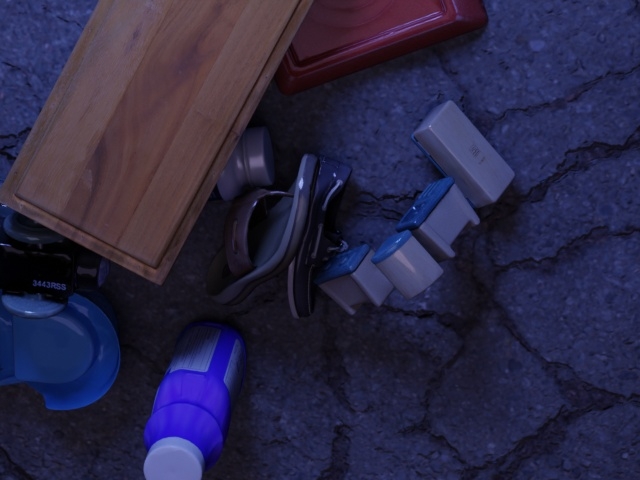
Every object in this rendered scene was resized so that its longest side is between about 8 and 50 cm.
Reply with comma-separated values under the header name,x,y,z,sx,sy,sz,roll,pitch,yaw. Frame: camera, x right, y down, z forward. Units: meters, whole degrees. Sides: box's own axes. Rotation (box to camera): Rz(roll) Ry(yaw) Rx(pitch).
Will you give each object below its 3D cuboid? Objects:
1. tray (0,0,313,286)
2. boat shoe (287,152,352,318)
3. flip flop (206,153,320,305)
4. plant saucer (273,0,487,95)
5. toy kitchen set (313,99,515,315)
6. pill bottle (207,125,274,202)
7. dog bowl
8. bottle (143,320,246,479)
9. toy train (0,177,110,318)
name,x,y,z,sx,sy,sz,roll,pitch,yaw
tray,-0.164,-0.179,1.684,0.202,0.076,0.411,28,96,-6
boat shoe,0.000,0.000,1.854,0.065,0.075,0.206,7,108,6
flip flop,-0.080,-0.011,1.792,0.080,0.112,0.277,25,147,-17
plant saucer,0.025,-0.311,1.739,0.258,0.048,0.259,-18,110,13
toy kitchen set,0.091,-0.035,1.812,0.122,0.207,0.166,48,148,-14
pill bottle,-0.142,-0.089,1.820,0.169,0.094,0.094,-6,111,9
dog bowl,-0.389,0.116,1.940,0.297,0.074,0.166,4,113,4
bottle,-0.150,0.200,1.837,0.092,0.283,0.118,8,114,2
toy train,-0.401,-0.008,1.828,0.333,0.190,0.142,7,116,4
